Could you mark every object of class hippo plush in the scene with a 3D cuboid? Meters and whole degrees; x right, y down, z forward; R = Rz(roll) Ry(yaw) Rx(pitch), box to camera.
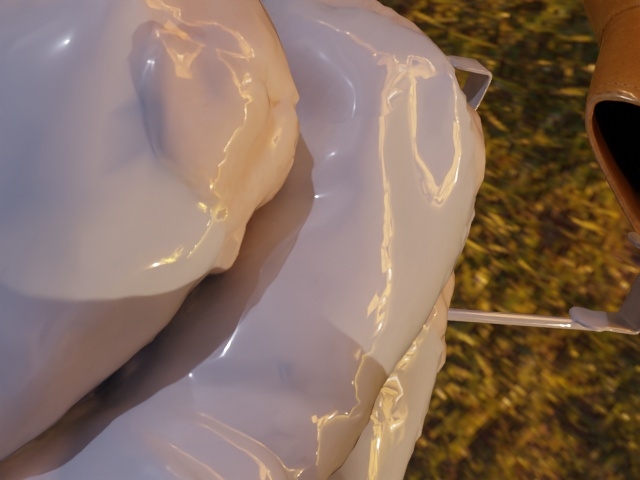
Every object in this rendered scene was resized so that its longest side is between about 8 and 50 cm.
[{"bbox_3d":[-0.009,0.089,0.349,0.236,0.294,0.234,38,119,28],"label":"hippo plush"}]

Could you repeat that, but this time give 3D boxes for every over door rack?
[{"bbox_3d":[0.000,0.000,1.002,0.324,0.239,0.108,-6,126,-27],"label":"over door rack"}]

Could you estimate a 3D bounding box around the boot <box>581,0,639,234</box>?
[{"bbox_3d":[0.154,-0.110,0.814,0.295,0.211,0.104,48,128,-1],"label":"boot"}]
